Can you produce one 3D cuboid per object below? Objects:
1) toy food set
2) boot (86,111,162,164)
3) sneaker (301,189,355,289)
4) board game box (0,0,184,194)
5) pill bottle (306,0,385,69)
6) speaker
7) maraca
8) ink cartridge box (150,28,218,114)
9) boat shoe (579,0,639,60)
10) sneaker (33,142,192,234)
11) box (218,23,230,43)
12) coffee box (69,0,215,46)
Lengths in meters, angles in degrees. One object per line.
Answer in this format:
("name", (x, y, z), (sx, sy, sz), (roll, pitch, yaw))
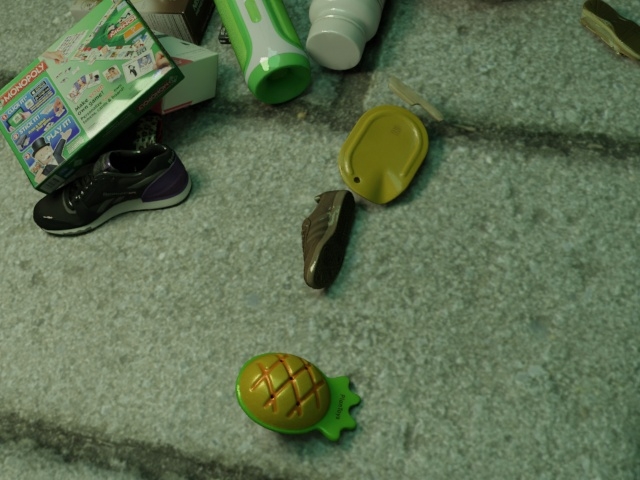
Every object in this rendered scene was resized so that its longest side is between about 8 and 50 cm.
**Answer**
("toy food set", (0.111, -0.153, 1.716), (0.128, 0.071, 0.218), (32, 70, 3))
("boot", (-0.377, -0.223, 1.871), (0.178, 0.085, 0.236), (-2, 47, 0))
("sneaker", (0.000, 0.000, 1.651), (0.071, 0.066, 0.188), (-1, 51, 33))
("board game box", (-0.412, -0.259, 1.763), (0.317, 0.046, 0.213), (-39, 64, 7))
("pill bottle", (0.050, -0.431, 1.863), (0.131, 0.131, 0.229), (6, 59, 17))
("speaker", (-0.116, -0.398, 1.867), (0.131, 0.131, 0.296), (-22, 64, -1))
("maraca", (-0.033, 0.227, 1.486), (0.185, 0.099, 0.127), (16, 56, -5))
("ink cartridge box", (-0.319, -0.319, 1.866), (0.218, 0.092, 0.158), (22, 30, 25))
("boat shoe", (0.509, -0.356, 1.762), (0.056, 0.048, 0.153), (-32, 62, -22))
("sneaker", (-0.376, -0.105, 1.761), (0.283, 0.124, 0.107), (-17, 55, 3))
("box", (-0.156, -0.417, 1.973), (0.067, 0.018, 0.083), (2, 59, 15))
("coffee box", (-0.344, -0.467, 2.001), (0.246, 0.098, 0.141), (5, 59, 17))
